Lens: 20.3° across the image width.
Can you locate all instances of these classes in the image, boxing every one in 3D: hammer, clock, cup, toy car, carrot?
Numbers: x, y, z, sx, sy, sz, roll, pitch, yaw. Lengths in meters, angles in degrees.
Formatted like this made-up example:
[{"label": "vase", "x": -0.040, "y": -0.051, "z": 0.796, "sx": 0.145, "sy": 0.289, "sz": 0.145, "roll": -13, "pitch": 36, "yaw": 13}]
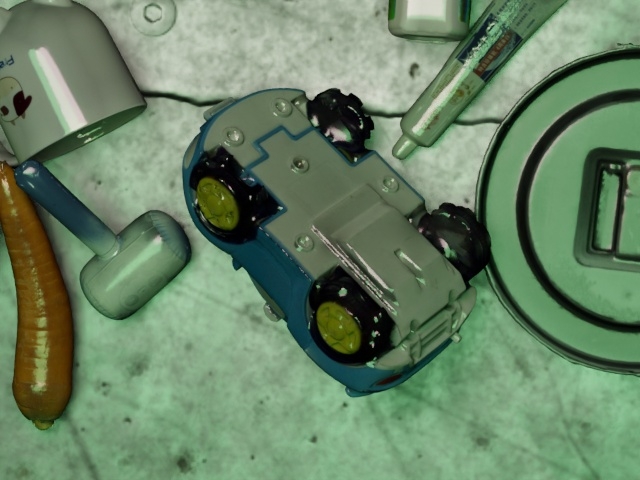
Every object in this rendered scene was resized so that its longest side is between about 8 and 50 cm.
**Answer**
[{"label": "hammer", "x": -0.217, "y": -0.014, "z": 1.701, "sx": 0.116, "sy": 0.069, "sz": 0.194, "roll": -41, "pitch": 121, "yaw": 8}, {"label": "clock", "x": 0.299, "y": -0.029, "z": 1.683, "sx": 0.312, "sy": 0.061, "sz": 0.313, "roll": 0, "pitch": 94, "yaw": 6}, {"label": "cup", "x": -0.263, "y": -0.157, "z": 1.714, "sx": 0.134, "sy": 0.173, "sz": 0.142, "roll": -27, "pitch": 89, "yaw": -24}, {"label": "toy car", "x": 0.000, "y": 0.000, "z": 1.664, "sx": 0.314, "sy": 0.198, "sz": 0.166, "roll": 45, "pitch": 139, "yaw": 11}, {"label": "carrot", "x": -0.277, "y": 0.053, "z": 1.742, "sx": 0.066, "sy": 0.062, "sz": 0.271, "roll": -2, "pitch": 100, "yaw": -1}]

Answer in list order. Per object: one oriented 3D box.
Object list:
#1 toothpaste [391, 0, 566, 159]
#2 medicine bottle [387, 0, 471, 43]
[{"label": "toothpaste", "x": 0.146, "y": -0.169, "z": 1.704, "sx": 0.060, "sy": 0.038, "sz": 0.233, "roll": 40, "pitch": 94, "yaw": -2}, {"label": "medicine bottle", "x": 0.107, "y": -0.295, "z": 1.657, "sx": 0.078, "sy": 0.115, "sz": 0.219, "roll": 5, "pitch": 94, "yaw": 7}]
